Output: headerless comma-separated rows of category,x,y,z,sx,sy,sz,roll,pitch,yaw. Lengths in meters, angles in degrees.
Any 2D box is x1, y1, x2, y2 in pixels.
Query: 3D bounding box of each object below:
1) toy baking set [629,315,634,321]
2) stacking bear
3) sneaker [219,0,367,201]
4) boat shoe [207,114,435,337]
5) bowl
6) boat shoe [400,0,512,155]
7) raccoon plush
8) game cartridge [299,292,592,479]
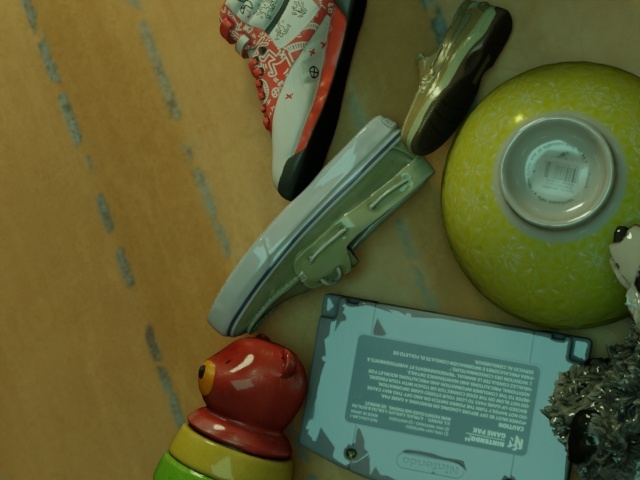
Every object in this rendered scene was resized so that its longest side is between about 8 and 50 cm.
toy baking set,0.431,0.052,1.731,0.197,0.030,0.256,-42,81,8
stacking bear,-0.103,0.242,1.774,0.164,0.175,0.289,18,94,-18
sneaker,-0.048,-0.186,1.814,0.145,0.090,0.270,15,88,14
boat shoe,0.000,0.000,1.789,0.094,0.109,0.302,42,94,8
bowl,0.253,-0.057,1.694,0.289,0.156,0.289,-2,82,14
boat shoe,0.133,-0.179,1.783,0.072,0.068,0.190,26,74,28
raccoon plush,0.441,0.157,1.615,0.446,0.216,0.299,36,112,-11
game cartridge,0.132,0.178,1.781,0.297,0.062,0.198,10,94,12
